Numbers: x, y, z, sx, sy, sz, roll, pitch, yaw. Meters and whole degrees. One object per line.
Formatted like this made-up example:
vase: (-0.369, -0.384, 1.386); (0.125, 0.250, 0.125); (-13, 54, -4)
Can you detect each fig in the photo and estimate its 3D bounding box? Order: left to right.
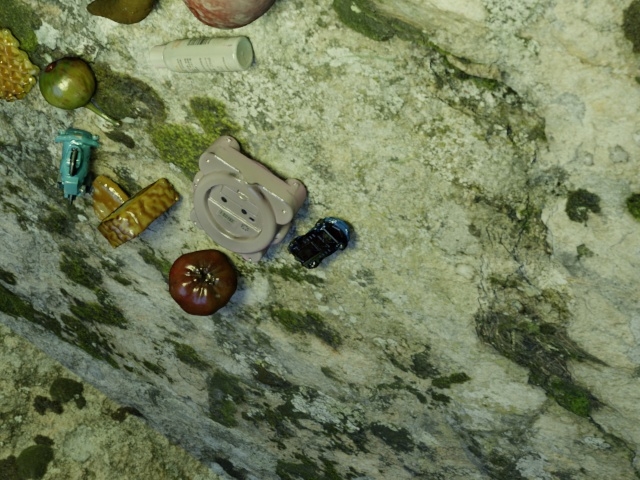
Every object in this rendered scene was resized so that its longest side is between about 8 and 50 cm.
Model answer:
fig: (-0.646, -0.392, 2.075); (0.149, 0.149, 0.245); (-7, 143, 37)

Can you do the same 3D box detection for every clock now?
clock: (-0.214, -0.097, 2.051); (0.295, 0.113, 0.322); (33, 140, 2)

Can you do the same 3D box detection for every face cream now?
face cream: (-0.291, -0.440, 1.803); (0.269, 0.082, 0.082); (6, 131, 28)

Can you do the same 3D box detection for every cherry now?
cherry: (-0.189, -0.554, 1.537); (0.236, 0.213, 0.285); (53, 160, 13)

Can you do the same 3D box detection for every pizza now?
pizza: (-0.646, -0.116, 2.346); (0.154, 0.069, 0.194); (42, 144, -8)

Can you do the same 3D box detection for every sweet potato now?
sweet potato: (-0.440, -0.577, 1.762); (0.310, 0.098, 0.124); (-29, 88, 47)

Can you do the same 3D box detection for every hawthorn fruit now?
hawthorn fruit: (-0.368, 0.131, 2.308); (0.208, 0.208, 0.248); (42, 158, -8)

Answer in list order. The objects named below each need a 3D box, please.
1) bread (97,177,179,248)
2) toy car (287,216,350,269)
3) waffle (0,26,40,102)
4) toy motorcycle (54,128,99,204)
bread: (-0.526, -0.080, 2.187); (0.181, 0.222, 0.096); (-17, 114, 52)
toy car: (0.000, 0.000, 2.039); (0.103, 0.063, 0.216); (44, 132, -12)
waffle: (-0.915, -0.515, 2.162); (0.243, 0.059, 0.238); (-28, 107, 43)
toy motorcycle: (-0.720, -0.224, 2.225); (0.123, 0.182, 0.272); (9, 153, -16)
